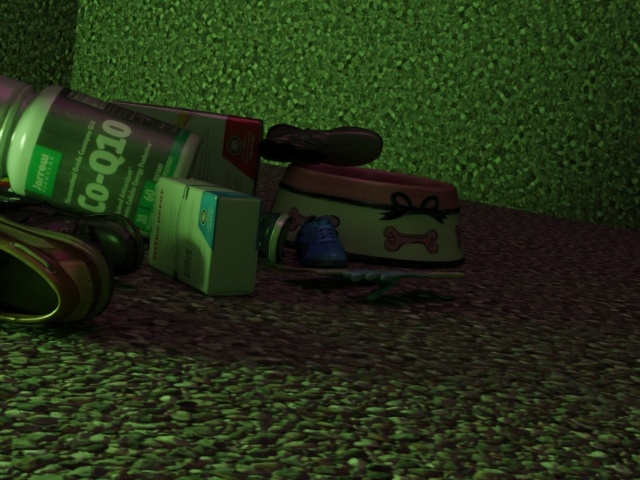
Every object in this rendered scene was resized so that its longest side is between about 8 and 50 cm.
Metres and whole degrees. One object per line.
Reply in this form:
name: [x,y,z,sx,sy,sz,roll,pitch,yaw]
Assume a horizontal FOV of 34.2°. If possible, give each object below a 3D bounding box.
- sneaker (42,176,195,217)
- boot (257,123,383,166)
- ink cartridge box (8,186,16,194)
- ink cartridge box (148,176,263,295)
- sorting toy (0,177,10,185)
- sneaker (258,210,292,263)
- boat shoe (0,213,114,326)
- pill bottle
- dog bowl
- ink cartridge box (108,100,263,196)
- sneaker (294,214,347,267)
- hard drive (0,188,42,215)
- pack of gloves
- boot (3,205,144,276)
sneaker: [-0.372,-0.072,1.933,0.305,0.114,0.152,2,17,11]
boot: [0.003,-0.173,2.039,0.246,0.083,0.161,4,17,-1]
ink cartridge box: [-0.514,-0.162,2.111,0.045,0.206,0.208,51,7,-7]
ink cartridge box: [-0.169,-0.010,1.504,0.082,0.139,0.190,1,11,-33]
sorting toy: [-0.748,-0.136,2.150,0.274,0.046,0.132,15,11,37]
sneaker: [-0.134,-0.024,1.773,0.163,0.086,0.226,18,-2,-4]
boat shoe: [-0.395,0.023,1.154,0.324,0.122,0.120,9,11,13]
pill bottle: [-0.403,-0.143,1.776,0.361,0.204,0.204,18,7,-5]
dog bowl: [0.094,-0.059,2.066,0.408,0.150,0.408,7,8,-1]
ink cartridge box: [-0.277,-0.151,2.075,0.306,0.226,0.131,9,9,0]
sneaker: [0.000,0.000,1.792,0.069,0.082,0.209,6,8,-14]
hard drive: [-0.645,-0.054,1.630,0.237,0.064,0.339,15,10,41]
pack of gloves: [0.081,0.068,1.623,0.195,0.046,0.232,0,-2,41]
boot: [-0.394,0.017,1.373,0.263,0.091,0.229,7,13,26]
